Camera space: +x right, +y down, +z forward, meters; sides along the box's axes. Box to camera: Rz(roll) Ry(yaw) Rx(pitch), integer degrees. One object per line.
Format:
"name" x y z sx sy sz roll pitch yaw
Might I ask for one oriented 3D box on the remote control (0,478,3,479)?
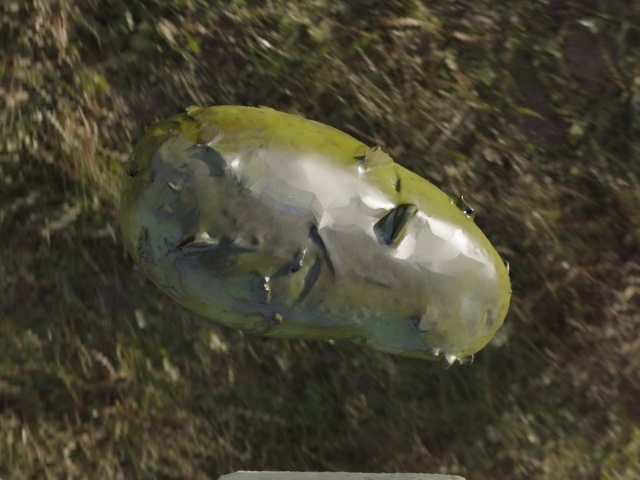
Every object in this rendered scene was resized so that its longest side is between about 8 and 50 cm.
"remote control" -0.327 0.207 1.490 0.222 0.042 0.072 34 111 -4

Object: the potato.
"potato" 0.000 0.000 0.926 0.225 0.090 0.117 20 88 -20

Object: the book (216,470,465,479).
"book" -0.013 0.322 1.487 0.239 0.352 0.035 -2 127 15
